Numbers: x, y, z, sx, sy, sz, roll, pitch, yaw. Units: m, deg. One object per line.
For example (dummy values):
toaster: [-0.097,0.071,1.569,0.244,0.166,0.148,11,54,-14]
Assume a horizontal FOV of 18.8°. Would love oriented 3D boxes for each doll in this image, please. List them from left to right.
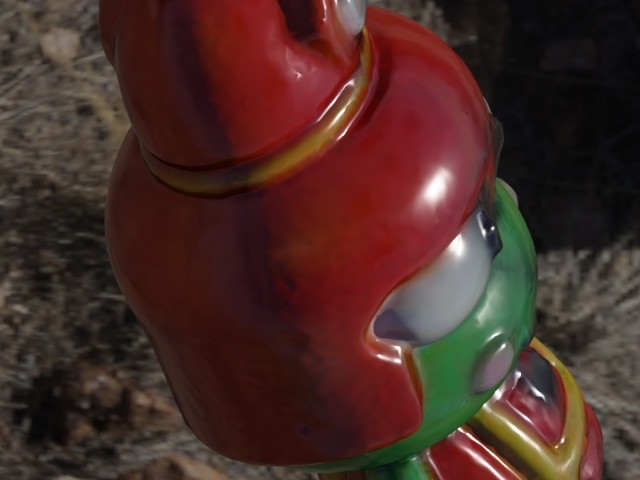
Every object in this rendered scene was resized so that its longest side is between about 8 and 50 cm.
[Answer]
doll: [0.001,0.000,0.772,0.182,0.160,0.363,-77,152,-46]
